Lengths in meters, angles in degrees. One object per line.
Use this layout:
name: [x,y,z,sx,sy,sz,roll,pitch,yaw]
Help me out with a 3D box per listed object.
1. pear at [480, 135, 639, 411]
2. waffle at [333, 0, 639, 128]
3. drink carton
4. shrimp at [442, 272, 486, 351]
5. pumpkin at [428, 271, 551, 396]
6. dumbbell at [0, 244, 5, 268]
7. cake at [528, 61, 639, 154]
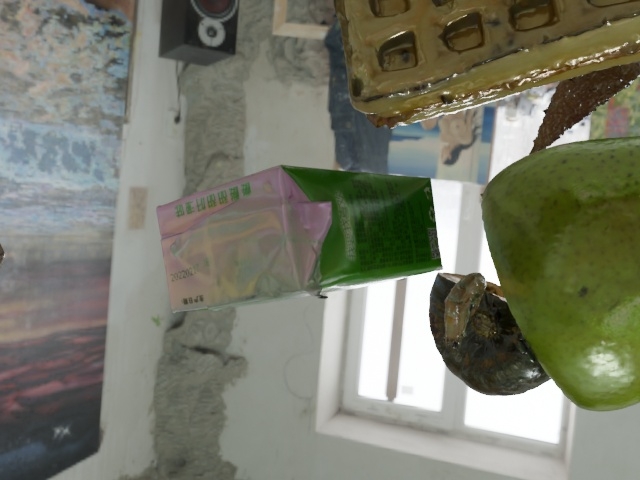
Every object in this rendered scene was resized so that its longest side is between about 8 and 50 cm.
pear: [0.388,0.013,0.751,0.318,0.343,0.238,-26,164,28]
waffle: [0.192,-0.258,0.535,0.376,0.261,0.114,-10,167,21]
drink carton: [0.000,0.000,0.607,0.161,0.108,0.271,-14,175,37]
shrimp: [0.257,0.130,1.126,0.099,0.180,0.041,-27,-135,-35]
pumpkin: [0.359,0.209,1.294,0.325,0.232,0.242,18,-174,42]
dumbbell: [-0.523,-0.050,0.869,0.092,0.231,0.082,-27,172,-11]
cake: [0.456,-0.255,1.081,0.112,0.116,0.295,35,147,11]
